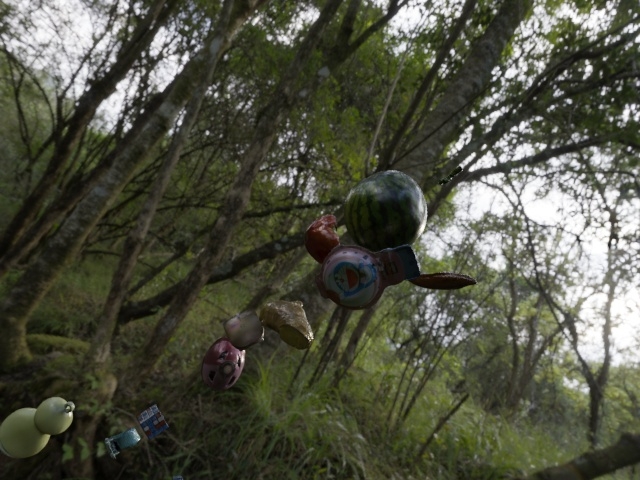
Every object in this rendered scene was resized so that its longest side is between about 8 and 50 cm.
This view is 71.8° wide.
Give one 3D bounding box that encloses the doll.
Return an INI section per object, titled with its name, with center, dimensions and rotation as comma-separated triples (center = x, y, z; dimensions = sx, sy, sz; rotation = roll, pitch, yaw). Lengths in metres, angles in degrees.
[doll]
center = -0.834, 0.548, 1.310
dimensions = 0.141, 0.297, 0.117
rotation = 63, 9, 7

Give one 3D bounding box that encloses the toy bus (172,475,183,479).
[toy bus]
center = -0.645, 1.138, 1.959
dimensions = 0.047, 0.165, 0.065
rotation = 10, 0, -26

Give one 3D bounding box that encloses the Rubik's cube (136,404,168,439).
[Rubik's cube]
center = -0.743, 0.802, 1.954
dimensions = 0.092, 0.092, 0.092
rotation = 6, -59, 59

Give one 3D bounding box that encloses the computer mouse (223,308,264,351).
[computer mouse]
center = -0.347, 0.388, 1.985
dimensions = 0.310, 0.158, 0.071
rotation = 35, -33, 66

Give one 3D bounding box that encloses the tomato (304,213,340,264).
[tomato]
center = 0.000, 0.000, 2.004
dimensions = 0.140, 0.232, 0.200
rotation = 0, -35, -15

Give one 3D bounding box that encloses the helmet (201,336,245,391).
[helmet]
center = -0.468, 0.615, 2.130
dimensions = 0.199, 0.253, 0.154
rotation = 25, 19, -20

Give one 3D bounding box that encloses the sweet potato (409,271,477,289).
[sweet potato]
center = 0.338, 0.119, 1.302
dimensions = 0.265, 0.057, 0.057
rotation = -3, -35, 47

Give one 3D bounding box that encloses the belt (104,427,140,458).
[belt]
center = -0.637, 0.636, 1.377
dimensions = 0.179, 0.100, 0.065
rotation = -36, -99, 41

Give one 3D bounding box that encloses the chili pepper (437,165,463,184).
[chili pepper]
center = 0.371, -0.184, 1.266
dimensions = 0.022, 0.083, 0.027
rotation = 51, 14, -7

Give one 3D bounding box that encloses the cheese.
[cheese]
center = 0.118, 0.090, 1.175
dimensions = 0.286, 0.074, 0.188
rotation = -17, -83, 22

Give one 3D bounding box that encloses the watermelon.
[watermelon]
center = 0.217, -0.092, 1.499
dimensions = 0.285, 0.285, 0.285
rotation = 23, -20, 9

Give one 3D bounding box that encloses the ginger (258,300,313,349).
[ginger]
center = -0.129, 0.329, 1.785
dimensions = 0.354, 0.190, 0.126
rotation = 36, -35, 58
